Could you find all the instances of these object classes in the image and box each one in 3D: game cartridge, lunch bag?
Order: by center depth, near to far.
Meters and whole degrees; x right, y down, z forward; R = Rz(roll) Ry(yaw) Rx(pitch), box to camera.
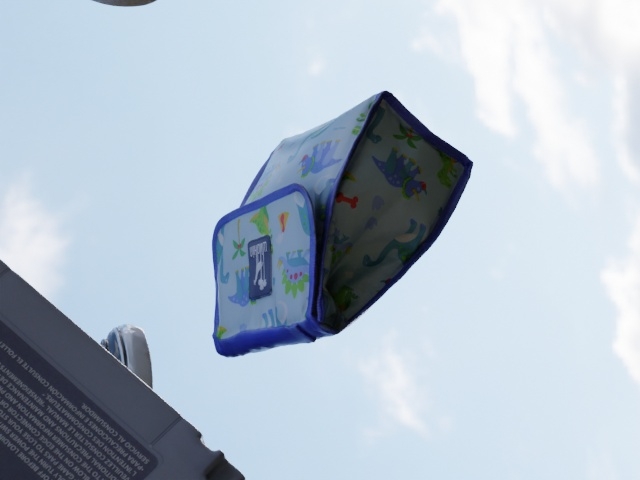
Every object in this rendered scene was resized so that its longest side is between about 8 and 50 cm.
[{"bbox_3d":[0.000,0.000,0.909,0.096,0.129,0.151,36,-116,-19],"label":"lunch bag"},{"bbox_3d":[-0.223,0.140,1.046,0.196,0.294,0.060,-41,-20,-31],"label":"game cartridge"}]

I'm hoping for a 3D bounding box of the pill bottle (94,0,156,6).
[{"bbox_3d":[-0.194,-0.369,1.531,0.136,0.136,0.246,-40,-31,-50],"label":"pill bottle"}]

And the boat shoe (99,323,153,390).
[{"bbox_3d":[-0.269,0.240,1.833,0.121,0.119,0.335,110,163,-49],"label":"boat shoe"}]
